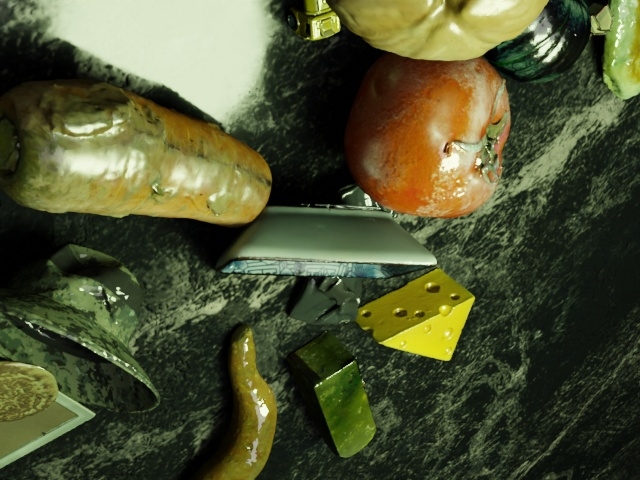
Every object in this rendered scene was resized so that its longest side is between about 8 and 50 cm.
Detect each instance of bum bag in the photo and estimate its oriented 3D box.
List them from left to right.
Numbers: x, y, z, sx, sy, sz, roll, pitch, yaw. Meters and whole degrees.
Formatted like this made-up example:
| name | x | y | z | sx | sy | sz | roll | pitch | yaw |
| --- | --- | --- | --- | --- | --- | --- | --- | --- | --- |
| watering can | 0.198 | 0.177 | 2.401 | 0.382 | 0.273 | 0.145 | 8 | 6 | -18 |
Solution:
| name | x | y | z | sx | sy | sz | roll | pitch | yaw |
| --- | --- | --- | --- | --- | --- | --- | --- | --- | --- |
| bum bag | 0.038 | 0.024 | 1.107 | 0.123 | 0.060 | 0.249 | -6 | 122 | -36 |

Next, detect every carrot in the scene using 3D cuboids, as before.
| name | x | y | z | sx | sy | sz | roll | pitch | yaw |
| --- | --- | --- | --- | --- | --- | --- | --- | --- | --- |
| carrot | -0.190 | -0.084 | 0.811 | 0.301 | 0.138 | 0.139 | 13 | 110 | -53 |

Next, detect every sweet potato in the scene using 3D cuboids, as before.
| name | x | y | z | sx | sy | sz | roll | pitch | yaw |
| --- | --- | --- | --- | --- | --- | --- | --- | --- | --- |
| sweet potato | -0.120 | 0.282 | 1.148 | 0.108 | 0.079 | 0.346 | 9 | 110 | -28 |

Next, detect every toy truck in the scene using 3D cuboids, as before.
| name | x | y | z | sx | sy | sz | roll | pitch | yaw |
| --- | --- | --- | --- | --- | --- | --- | --- | --- | --- |
| toy truck | -0.007 | -0.265 | 0.879 | 0.049 | 0.054 | 0.083 | -25 | 131 | -22 |

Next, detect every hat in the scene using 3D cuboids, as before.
| name | x | y | z | sx | sy | sz | roll | pitch | yaw |
| --- | --- | --- | --- | --- | --- | --- | --- | --- | --- |
| hat | -0.266 | 0.077 | 0.842 | 0.266 | 0.265 | 0.128 | 57 | 47 | -45 |

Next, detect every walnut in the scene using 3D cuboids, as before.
| name | x | y | z | sx | sy | sz | roll | pitch | yaw |
| --- | --- | --- | --- | --- | --- | --- | --- | --- | --- |
| walnut | 0.113 | -0.334 | 0.764 | 0.277 | 0.313 | 0.252 | 10 | 147 | -8 |

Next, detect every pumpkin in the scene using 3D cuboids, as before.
| name | x | y | z | sx | sy | sz | roll | pitch | yaw |
| --- | --- | --- | --- | --- | --- | --- | --- | --- | --- |
| pumpkin | 0.245 | -0.287 | 0.973 | 0.202 | 0.202 | 0.140 | 15 | 145 | -43 |

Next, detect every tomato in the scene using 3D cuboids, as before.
| name | x | y | z | sx | sy | sz | roll | pitch | yaw |
| --- | --- | --- | --- | --- | --- | --- | --- | --- | --- |
| tomato | 0.129 | -0.138 | 0.976 | 0.232 | 0.188 | 0.232 | -29 | 123 | -57 |

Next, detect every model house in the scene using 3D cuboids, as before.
| name | x | y | z | sx | sy | sz | roll | pitch | yaw |
| --- | --- | --- | --- | --- | --- | --- | --- | --- | --- |
| model house | 0.384 | -0.304 | 1.158 | 0.083 | 0.057 | 0.058 | -47 | 131 | -4 |

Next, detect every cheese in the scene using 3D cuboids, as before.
| name | x | y | z | sx | sy | sz | roll | pitch | yaw |
| --- | --- | --- | --- | --- | --- | --- | --- | --- | --- |
| cheese | 0.133 | 0.124 | 1.226 | 0.171 | 0.093 | 0.126 | -2 | 120 | -35 |

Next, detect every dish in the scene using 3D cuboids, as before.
| name | x | y | z | sx | sy | sz | roll | pitch | yaw |
| --- | --- | --- | --- | --- | --- | --- | --- | --- | --- |
| dish | 0.000 | 0.000 | 0.971 | 0.243 | 0.182 | 0.080 | 3 | 81 | -15 |

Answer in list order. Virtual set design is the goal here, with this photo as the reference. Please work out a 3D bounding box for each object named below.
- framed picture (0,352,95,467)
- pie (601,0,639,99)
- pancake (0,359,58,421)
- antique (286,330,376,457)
| name | x | y | z | sx | sy | sz | roll | pitch | yaw |
| --- | --- | --- | --- | --- | --- | --- | --- | --- | --- |
| framed picture | -0.410 | 0.178 | 0.849 | 0.217 | 0.017 | 0.274 | -28 | 136 | 7 |
| pie | 0.532 | -0.365 | 1.224 | 0.302 | 0.067 | 0.303 | -20 | 129 | -27 |
| pancake | -0.335 | 0.162 | 0.835 | 0.114 | 0.011 | 0.115 | -8 | 136 | -7 |
| antique | 0.023 | 0.251 | 1.238 | 0.081 | 0.080 | 0.221 | -31 | 134 | -16 |
